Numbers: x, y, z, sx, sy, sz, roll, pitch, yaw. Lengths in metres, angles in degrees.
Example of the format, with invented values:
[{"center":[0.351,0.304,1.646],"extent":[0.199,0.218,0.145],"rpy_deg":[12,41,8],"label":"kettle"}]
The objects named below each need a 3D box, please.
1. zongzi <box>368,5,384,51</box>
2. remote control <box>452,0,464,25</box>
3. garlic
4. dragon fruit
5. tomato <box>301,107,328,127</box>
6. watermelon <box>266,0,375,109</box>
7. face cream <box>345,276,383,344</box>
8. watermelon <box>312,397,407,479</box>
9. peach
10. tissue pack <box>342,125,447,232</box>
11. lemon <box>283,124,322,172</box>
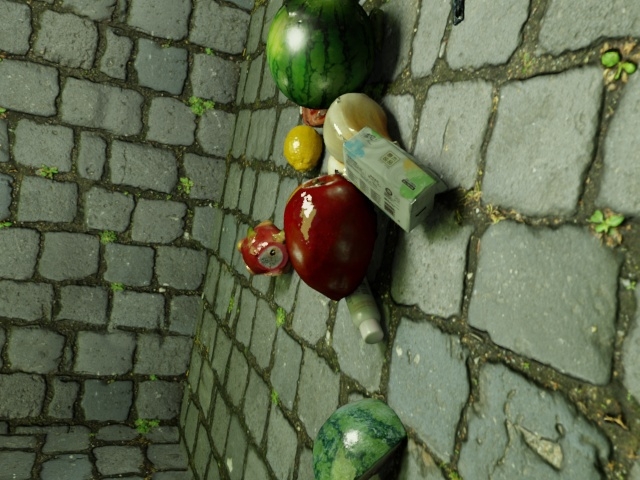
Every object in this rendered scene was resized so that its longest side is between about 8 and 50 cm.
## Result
[{"center":[0.180,-0.653,1.771],"extent":[0.119,0.055,0.109],"rpy_deg":[55,133,43],"label":"zongzi"},{"center":[0.341,-0.585,1.428],"extent":[0.039,0.014,0.096],"rpy_deg":[160,115,-63],"label":"remote control"},{"center":[0.114,-0.266,1.640],"extent":[0.249,0.286,0.313],"rpy_deg":[-30,45,3],"label":"garlic"},{"center":[-0.204,0.034,2.223],"extent":[0.227,0.224,0.224],"rpy_deg":[-125,48,-60],"label":"dragon fruit"},{"center":[0.038,-0.481,1.974],"extent":[0.228,0.101,0.228],"rpy_deg":[-19,65,48],"label":"tomato"},{"center":[0.002,-0.567,1.725],"extent":[0.363,0.363,0.363],"rpy_deg":[-172,90,-66],"label":"watermelon"},{"center":[0.113,0.172,1.605],"extent":[0.269,0.082,0.082],"rpy_deg":[-110,36,-46],"label":"face cream"},{"center":[0.092,0.512,1.461],"extent":[0.176,0.256,0.260],"rpy_deg":[58,-174,-50],"label":"watermelon"},{"center":[0.000,0.000,1.525],"extent":[0.257,0.201,0.362],"rpy_deg":[19,112,50],"label":"peach"},{"center":[0.182,-0.163,1.392],"extent":[0.229,0.145,0.159],"rpy_deg":[43,166,22],"label":"tissue pack"},{"center":[-0.064,-0.334,2.100],"extent":[0.142,0.142,0.187],"rpy_deg":[151,126,-61],"label":"lemon"}]
